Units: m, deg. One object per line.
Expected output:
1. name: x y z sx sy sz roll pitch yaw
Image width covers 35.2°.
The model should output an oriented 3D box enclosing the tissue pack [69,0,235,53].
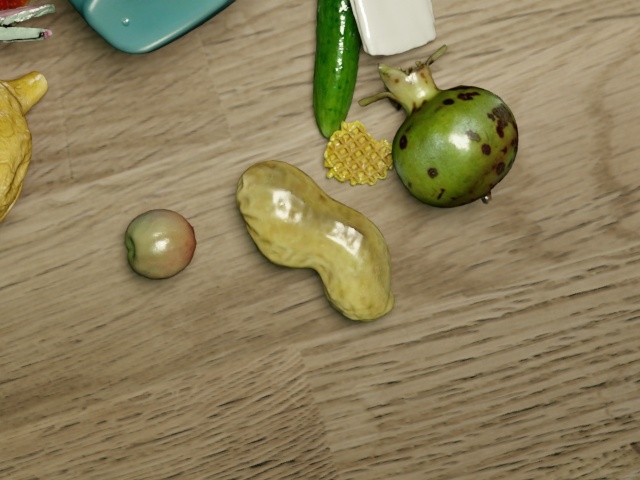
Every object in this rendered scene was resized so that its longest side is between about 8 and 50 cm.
1. tissue pack: -0.194 -0.342 0.997 0.198 0.206 0.287 -32 109 16

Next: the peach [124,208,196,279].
1. peach: -0.179 0.005 1.132 0.083 0.083 0.083 -1 101 -3

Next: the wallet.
1. wallet: 0.065 -0.291 1.078 0.124 0.032 0.183 -26 105 -42

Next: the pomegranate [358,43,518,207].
1. pomegranate: 0.134 -0.116 1.102 0.148 0.148 0.169 -38 69 5

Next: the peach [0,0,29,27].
1. peach: -0.379 -0.360 1.057 0.189 0.068 0.279 -19 102 3

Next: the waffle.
1. waffle: 0.045 -0.095 1.142 0.085 0.016 0.078 19 123 -19

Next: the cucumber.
1. cucumber: 0.020 -0.235 1.107 0.056 0.056 0.250 3 102 -3

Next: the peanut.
1. peanut: 0.000 0.000 1.132 0.229 0.098 0.103 38 138 -8

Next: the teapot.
1. teapot: -0.398 -0.064 1.066 0.311 0.203 0.167 -57 144 -13

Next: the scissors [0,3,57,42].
1. scissors: -0.372 -0.219 1.056 0.187 0.133 0.020 -8 132 -1
